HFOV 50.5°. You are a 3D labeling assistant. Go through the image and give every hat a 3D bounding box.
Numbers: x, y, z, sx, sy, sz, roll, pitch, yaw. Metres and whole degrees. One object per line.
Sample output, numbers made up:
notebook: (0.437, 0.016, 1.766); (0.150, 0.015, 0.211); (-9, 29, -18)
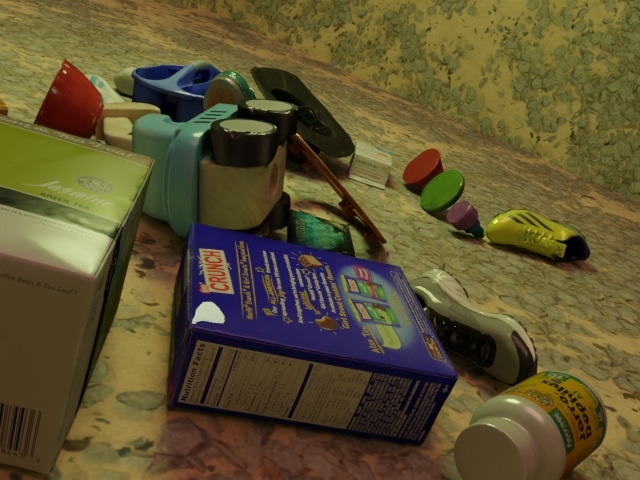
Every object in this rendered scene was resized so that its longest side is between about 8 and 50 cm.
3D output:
hat: (-0.076, -0.297, 1.753); (0.331, 0.134, 0.331); (32, 30, -21)

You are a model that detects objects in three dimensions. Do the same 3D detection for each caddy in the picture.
caddy: (-0.300, -0.337, 1.597); (0.242, 0.179, 0.341); (20, 21, 8)

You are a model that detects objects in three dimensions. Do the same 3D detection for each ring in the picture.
ring: (0.012, -0.115, 1.343); (0.336, 0.032, 0.336); (49, 3, -4)

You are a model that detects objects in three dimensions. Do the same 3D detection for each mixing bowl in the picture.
mixing bowl: (-0.465, -0.234, 1.260); (0.098, 0.181, 0.181); (24, 18, -24)

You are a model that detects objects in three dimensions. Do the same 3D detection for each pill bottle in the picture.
pill bottle: (0.250, 0.232, 0.811); (0.118, 0.117, 0.209); (35, 27, 34)

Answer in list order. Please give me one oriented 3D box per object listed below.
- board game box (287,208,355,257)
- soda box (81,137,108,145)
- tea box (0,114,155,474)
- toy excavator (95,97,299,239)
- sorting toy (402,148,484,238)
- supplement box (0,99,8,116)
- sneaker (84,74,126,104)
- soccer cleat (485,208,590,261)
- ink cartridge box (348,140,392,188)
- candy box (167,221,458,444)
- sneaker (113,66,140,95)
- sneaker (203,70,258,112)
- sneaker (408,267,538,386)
board game box: (0.000, 0.000, 1.272); (0.126, 0.026, 0.186); (15, 22, -9)
soda box: (-0.459, -0.148, 1.192); (0.169, 0.060, 0.053); (2, 34, -36)
tea box: (-0.369, 0.013, 0.674); (0.329, 0.219, 0.323); (16, 23, -10)
toy excavator: (-0.264, -0.160, 1.222); (0.446, 0.222, 0.433); (9, 24, 7)
sorting toy: (0.333, -0.106, 1.748); (0.126, 0.127, 0.365); (42, 13, -30)
supplement box: (-0.660, -0.256, 1.258); (0.080, 0.078, 0.233); (-6, 33, -47)
sneaker: (-0.513, -0.311, 1.502); (0.092, 0.087, 0.229); (-7, 32, -45)
soccer cleat: (0.534, -0.005, 1.647); (0.289, 0.093, 0.121); (8, 31, -26)
ink cartridge box: (0.134, -0.204, 1.817); (0.105, 0.061, 0.181); (18, 22, -3)
candy box: (-0.026, 0.110, 0.866); (0.318, 0.122, 0.268); (14, 23, -16)
sneaker: (-0.420, -0.399, 1.784); (0.237, 0.085, 0.086); (19, 32, -2)
sneaker: (-0.156, -0.261, 1.400); (0.108, 0.302, 0.121); (27, 68, 13)
sneaker: (0.217, 0.143, 1.046); (0.108, 0.100, 0.271); (-14, 34, -32)
